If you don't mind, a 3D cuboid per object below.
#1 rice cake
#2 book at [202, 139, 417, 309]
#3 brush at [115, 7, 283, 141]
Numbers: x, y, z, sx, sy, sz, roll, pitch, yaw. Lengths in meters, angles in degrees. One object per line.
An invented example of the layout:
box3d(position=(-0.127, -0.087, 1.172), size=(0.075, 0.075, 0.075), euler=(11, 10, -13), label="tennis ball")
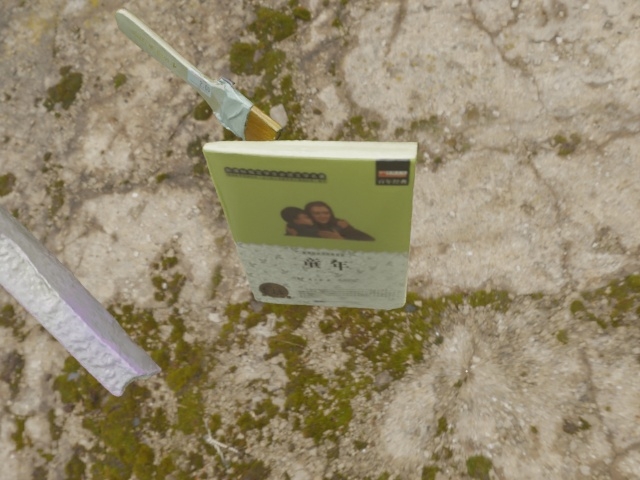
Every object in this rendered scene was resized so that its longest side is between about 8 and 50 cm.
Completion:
box3d(position=(-0.382, 0.071, 0.773), size=(0.064, 0.070, 0.399), euler=(-36, 106, 8), label="rice cake")
box3d(position=(0.000, 0.000, 0.734), size=(0.239, 0.352, 0.035), euler=(2, 57, 7), label="book")
box3d(position=(-0.195, -0.250, 0.858), size=(0.336, 0.085, 0.020), euler=(39, 56, 8), label="brush")
